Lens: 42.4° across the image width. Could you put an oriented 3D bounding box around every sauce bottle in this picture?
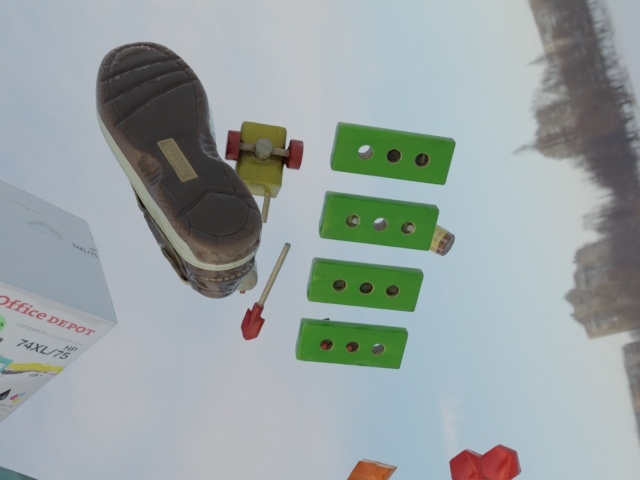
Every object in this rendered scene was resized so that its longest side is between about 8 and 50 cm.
[{"bbox_3d":[0.147,-0.021,1.287,0.042,0.128,0.042,-42,-29,-31],"label":"sauce bottle"}]

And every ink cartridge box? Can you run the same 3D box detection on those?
[{"bbox_3d":[-0.446,0.086,1.083,0.198,0.270,0.197,32,-156,-50],"label":"ink cartridge box"}]

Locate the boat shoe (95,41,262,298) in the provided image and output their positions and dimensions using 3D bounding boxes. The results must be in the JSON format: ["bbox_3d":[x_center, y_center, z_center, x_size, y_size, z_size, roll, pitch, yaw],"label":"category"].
[{"bbox_3d":[-0.127,-0.059,0.693,0.095,0.095,0.257,100,151,-50],"label":"boat shoe"}]

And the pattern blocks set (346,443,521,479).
[{"bbox_3d":[0.111,0.393,0.965,0.026,0.324,0.285,6,-113,-62],"label":"pattern blocks set"}]

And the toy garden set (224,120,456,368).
[{"bbox_3d":[0.000,0.000,0.789,0.049,0.203,0.244,-104,23,-64],"label":"toy garden set"}]

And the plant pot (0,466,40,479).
[{"bbox_3d":[-0.456,0.511,1.276,0.293,0.293,0.235,50,-128,-44],"label":"plant pot"}]
